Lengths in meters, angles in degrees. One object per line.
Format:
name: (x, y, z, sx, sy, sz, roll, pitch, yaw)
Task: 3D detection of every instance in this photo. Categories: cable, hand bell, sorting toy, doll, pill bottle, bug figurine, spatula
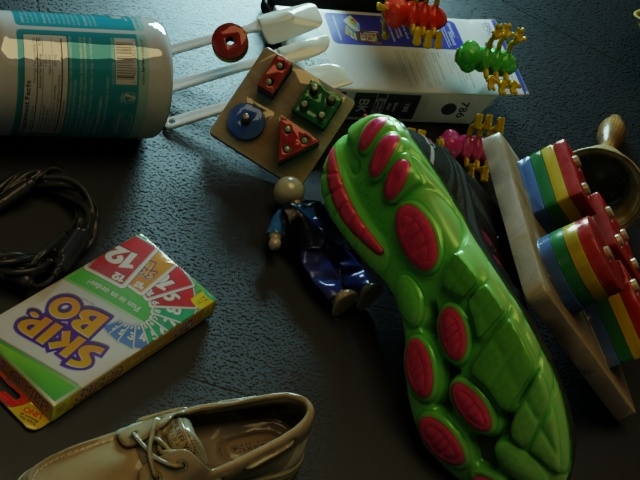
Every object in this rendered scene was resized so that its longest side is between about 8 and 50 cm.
cable: (-0.325, -0.020, 1.541, 0.151, 0.047, 0.184, 16, 40, 6)
hand bell: (0.381, -0.116, 1.869, 0.126, 0.126, 0.242, 24, 32, 3)
sorting toy: (-0.039, -0.149, 1.708, 0.274, 0.046, 0.132, 33, 82, 2)
doll: (0.000, 0.000, 1.635, 0.129, 0.046, 0.189, -13, 56, -35)
sorting toy: (0.298, 0.027, 1.574, 0.257, 0.089, 0.255, 49, 23, -40)
pill bottle: (-0.314, -0.194, 1.633, 0.264, 0.146, 0.146, 0, 48, -21)
bug figurine: (0.150, -0.185, 1.789, 0.216, 0.072, 0.279, 11, 88, -20)
spatula: (-0.098, -0.224, 1.785, 0.242, 0.019, 0.168, -17, 57, -7)

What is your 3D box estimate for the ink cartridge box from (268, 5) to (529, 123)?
ink cartridge box: (0.103, -0.235, 1.889, 0.333, 0.065, 0.165, 0, 48, -18)

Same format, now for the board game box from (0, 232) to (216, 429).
board game box: (-0.242, 0.091, 1.469, 0.124, 0.039, 0.259, 40, 50, 19)

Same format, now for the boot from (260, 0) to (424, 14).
boot: (0.057, -0.379, 1.906, 0.247, 0.207, 0.094, 4, 46, -16)

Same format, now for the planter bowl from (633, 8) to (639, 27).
planter bowl: (0.569, -0.285, 2.068, 0.217, 0.090, 0.217, 2, 18, -1)

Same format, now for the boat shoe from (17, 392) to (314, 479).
boat shoe: (-0.146, 0.207, 1.344, 0.302, 0.098, 0.109, -8, 51, -27)

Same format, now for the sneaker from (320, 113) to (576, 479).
sneaker: (0.173, 0.064, 1.536, 0.202, 0.185, 0.482, 4, 56, -44)
